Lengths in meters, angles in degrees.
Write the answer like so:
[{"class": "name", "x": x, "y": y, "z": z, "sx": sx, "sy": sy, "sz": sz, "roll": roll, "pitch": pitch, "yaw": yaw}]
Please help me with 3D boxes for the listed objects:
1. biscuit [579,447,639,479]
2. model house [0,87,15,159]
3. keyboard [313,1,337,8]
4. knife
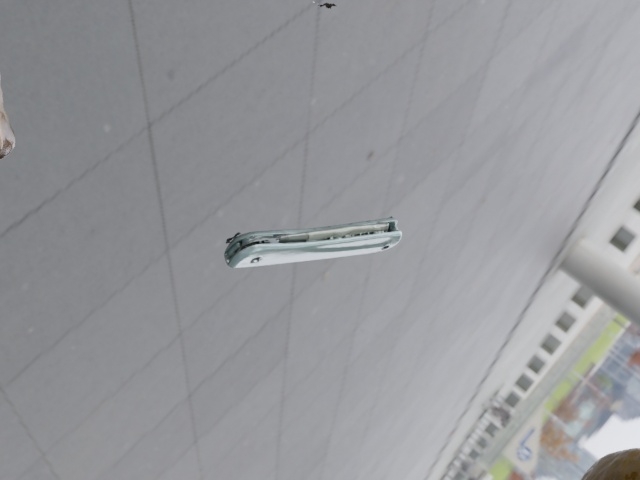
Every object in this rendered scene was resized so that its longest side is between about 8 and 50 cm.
[{"class": "biscuit", "x": 0.286, "y": 0.238, "z": 0.660, "sx": 0.213, "sy": 0.274, "sz": 0.091, "roll": -5, "pitch": -134, "yaw": 57}, {"class": "model house", "x": -0.257, "y": -0.098, "z": 0.380, "sx": 0.183, "sy": 0.166, "sz": 0.172, "roll": -14, "pitch": 178, "yaw": 6}, {"class": "keyboard", "x": 0.016, "y": -0.250, "z": 0.389, "sx": 0.041, "sy": 0.103, "sz": 0.381, "roll": -55, "pitch": 170, "yaw": -40}, {"class": "knife", "x": 0.000, "y": 0.000, "z": 0.745, "sx": 0.162, "sy": 0.023, "sz": 0.044, "roll": -6, "pitch": 159, "yaw": -36}]
